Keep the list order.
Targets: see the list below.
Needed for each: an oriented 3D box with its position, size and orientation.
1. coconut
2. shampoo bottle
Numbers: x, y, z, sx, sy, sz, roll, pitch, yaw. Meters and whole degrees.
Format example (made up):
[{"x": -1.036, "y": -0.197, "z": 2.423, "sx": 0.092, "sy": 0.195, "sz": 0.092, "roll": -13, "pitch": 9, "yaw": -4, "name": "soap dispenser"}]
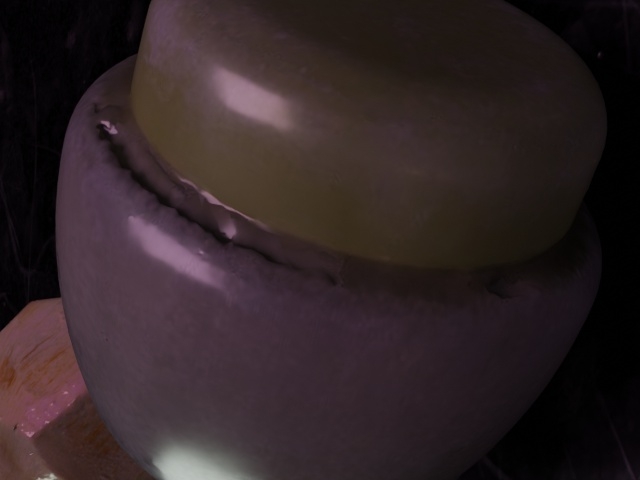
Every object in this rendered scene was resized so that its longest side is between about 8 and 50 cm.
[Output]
[{"x": -0.197, "y": 0.147, "z": 0.942, "sx": 0.237, "sy": 0.197, "sz": 0.237, "roll": -12, "pitch": 54, "yaw": 16, "name": "coconut"}, {"x": 0.000, "y": 0.000, "z": 0.637, "sx": 0.322, "sy": 0.322, "sz": 0.317, "roll": 50, "pitch": 131, "yaw": 42, "name": "shampoo bottle"}]
